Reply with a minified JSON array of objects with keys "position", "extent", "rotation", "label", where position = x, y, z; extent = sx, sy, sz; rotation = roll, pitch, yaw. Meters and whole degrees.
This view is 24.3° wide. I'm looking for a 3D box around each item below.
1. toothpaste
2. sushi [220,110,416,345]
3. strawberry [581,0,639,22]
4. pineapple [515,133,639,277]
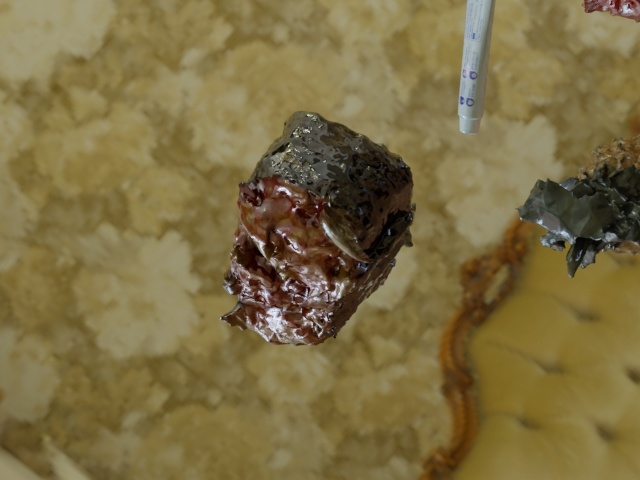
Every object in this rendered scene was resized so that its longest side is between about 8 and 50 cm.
[{"position":[0.199,-0.243,1.891],"extent":[0.033,0.218,0.052],"rotation":[-11,22,-41],"label":"toothpaste"},{"position":[0.000,0.000,1.698],"extent":[0.343,0.196,0.182],"rotation":[103,-169,-62],"label":"sushi"},{"position":[0.329,-0.338,1.522],"extent":[0.234,0.234,0.178],"rotation":[-46,-23,13],"label":"strawberry"},{"position":[0.276,-0.034,1.430],"extent":[0.128,0.128,0.248],"rotation":[-40,-13,33],"label":"pineapple"}]
